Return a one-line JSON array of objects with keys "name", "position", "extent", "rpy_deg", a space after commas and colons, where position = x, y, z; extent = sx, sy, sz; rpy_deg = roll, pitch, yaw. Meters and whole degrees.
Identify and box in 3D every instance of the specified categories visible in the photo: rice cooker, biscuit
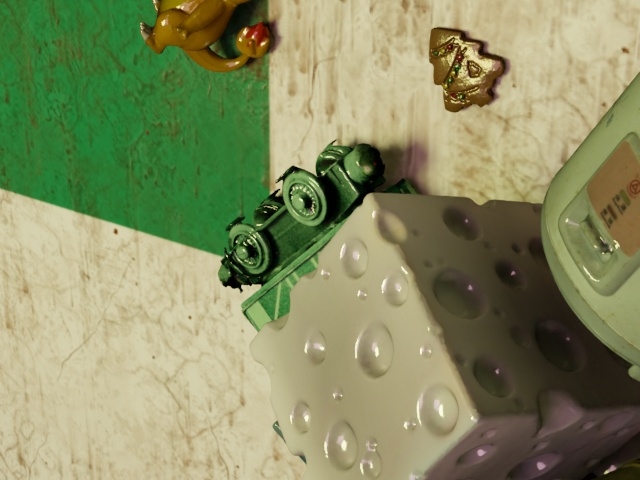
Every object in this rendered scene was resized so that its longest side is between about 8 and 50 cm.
[{"name": "rice cooker", "position": [0.330, -0.043, 0.994], "extent": [0.317, 0.264, 0.316], "rpy_deg": [-3, 87, 60]}, {"name": "biscuit", "position": [0.136, -0.171, 1.255], "extent": [0.082, 0.016, 0.092], "rpy_deg": [-37, 86, 42]}]

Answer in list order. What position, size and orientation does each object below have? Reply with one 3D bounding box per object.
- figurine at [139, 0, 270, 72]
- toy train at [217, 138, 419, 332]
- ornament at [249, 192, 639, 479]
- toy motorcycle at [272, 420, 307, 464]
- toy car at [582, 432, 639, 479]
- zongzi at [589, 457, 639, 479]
[{"name": "figurine", "position": [-0.095, -0.246, 1.366], "extent": [0.176, 0.121, 0.122], "rpy_deg": [-34, 114, 32]}, {"name": "toy train", "position": [0.000, 0.000, 1.373], "extent": [0.154, 0.115, 0.269], "rpy_deg": [50, 131, -1]}, {"name": "ornament", "position": [0.118, 0.122, 1.193], "extent": [0.240, 0.239, 0.239], "rpy_deg": [-52, 48, 38]}, {"name": "toy motorcycle", "position": [0.106, 0.310, 1.373], "extent": [0.416, 0.172, 0.232], "rpy_deg": [44, 128, 8]}, {"name": "toy car", "position": [0.282, 0.227, 1.258], "extent": [0.139, 0.112, 0.112], "rpy_deg": [25, 107, 39]}, {"name": "zongzi", "position": [0.328, 0.320, 1.119], "extent": [0.125, 0.251, 0.274], "rpy_deg": [126, 125, -67]}]
